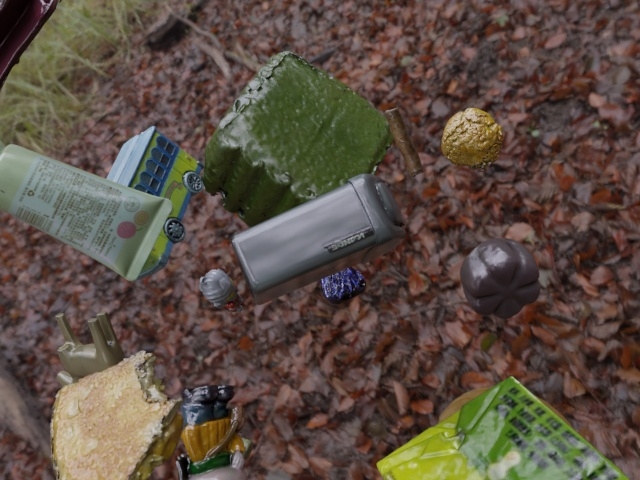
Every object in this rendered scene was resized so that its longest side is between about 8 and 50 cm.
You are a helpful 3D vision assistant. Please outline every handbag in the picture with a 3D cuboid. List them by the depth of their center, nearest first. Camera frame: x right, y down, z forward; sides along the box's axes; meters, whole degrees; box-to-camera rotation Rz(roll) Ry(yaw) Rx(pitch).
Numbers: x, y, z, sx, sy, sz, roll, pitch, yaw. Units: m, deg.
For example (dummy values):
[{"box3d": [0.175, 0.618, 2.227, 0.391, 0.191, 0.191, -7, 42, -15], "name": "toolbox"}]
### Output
[{"box3d": [-0.468, -0.336, 0.879, 0.203, 0.074, 0.216, -40, 35, 21], "name": "handbag"}]

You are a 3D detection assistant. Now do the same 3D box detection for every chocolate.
[{"box3d": [0.280, 0.397, 0.887, 0.288, 0.137, 0.301, -31, 22, -5], "name": "chocolate"}, {"box3d": [0.027, -0.008, 1.563, 0.148, 0.344, 0.126, -20, 10, -28], "name": "chocolate"}]

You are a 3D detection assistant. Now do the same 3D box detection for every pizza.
[{"box3d": [-0.319, 0.304, 0.915, 0.223, 0.089, 0.323, -40, 41, -11], "name": "pizza"}]

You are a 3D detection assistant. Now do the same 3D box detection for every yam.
[{"box3d": [0.274, -0.318, 1.862, 0.056, 0.241, 0.057, -23, 16, 7], "name": "yam"}]

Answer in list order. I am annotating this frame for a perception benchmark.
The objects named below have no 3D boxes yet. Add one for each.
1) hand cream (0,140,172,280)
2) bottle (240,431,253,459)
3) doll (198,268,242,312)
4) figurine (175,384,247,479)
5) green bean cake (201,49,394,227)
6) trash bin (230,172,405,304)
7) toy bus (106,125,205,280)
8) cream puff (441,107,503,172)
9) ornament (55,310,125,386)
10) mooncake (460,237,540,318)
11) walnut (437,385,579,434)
[{"box3d": [-0.397, -0.061, 0.882, 0.147, 0.305, 0.093, -65, 20, -5], "name": "hand cream"}, {"box3d": [-0.211, 0.476, 1.347, 0.101, 0.047, 0.063, 17, 53, 14], "name": "bottle"}, {"box3d": [-0.227, 0.119, 1.333, 0.079, 0.180, 0.094, -7, 63, 18], "name": "doll"}, {"box3d": [-0.235, 0.476, 1.182, 0.204, 0.185, 0.332, -29, 68, 18], "name": "figurine"}, {"box3d": [-0.045, -0.176, 1.184, 0.218, 0.335, 0.319, -41, 13, 54], "name": "green bean cake"}, {"box3d": [0.000, 0.000, 0.802, 0.236, 0.177, 0.101, -23, 82, -10], "name": "trash bin"}, {"box3d": [-0.408, -0.085, 1.322, 0.152, 0.190, 0.312, -20, 45, 37], "name": "toy bus"}, {"box3d": [0.450, -0.289, 1.686, 0.189, 0.189, 0.129, -26, 21, 14], "name": "cream puff"}, {"box3d": [-0.570, 0.289, 1.383, 0.230, 0.245, 0.061, -4, 21, 24], "name": "ornament"}, {"box3d": [0.548, 0.119, 1.742, 0.244, 0.245, 0.133, -30, 30, 11], "name": "mooncake"}, {"box3d": [0.393, 0.469, 1.204, 0.332, 0.333, 0.333, -19, 46, 21], "name": "walnut"}]
